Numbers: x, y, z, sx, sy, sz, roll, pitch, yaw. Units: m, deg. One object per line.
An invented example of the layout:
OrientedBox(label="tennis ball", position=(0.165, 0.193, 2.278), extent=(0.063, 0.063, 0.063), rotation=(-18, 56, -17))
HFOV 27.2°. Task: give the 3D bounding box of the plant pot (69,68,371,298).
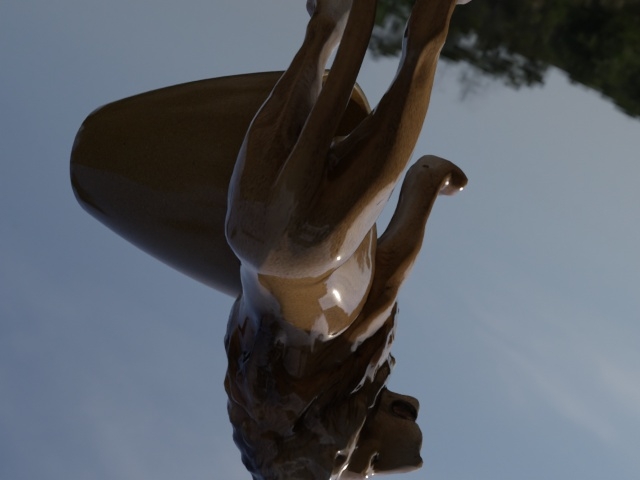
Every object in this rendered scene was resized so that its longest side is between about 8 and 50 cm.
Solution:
OrientedBox(label="plant pot", position=(-0.110, -0.059, 1.285), extent=(0.254, 0.237, 0.237), rotation=(10, -174, 27))

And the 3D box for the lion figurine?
OrientedBox(label="lion figurine", position=(0.000, 0.000, 0.785), extent=(0.142, 0.240, 0.392), rotation=(18, 154, 21))
